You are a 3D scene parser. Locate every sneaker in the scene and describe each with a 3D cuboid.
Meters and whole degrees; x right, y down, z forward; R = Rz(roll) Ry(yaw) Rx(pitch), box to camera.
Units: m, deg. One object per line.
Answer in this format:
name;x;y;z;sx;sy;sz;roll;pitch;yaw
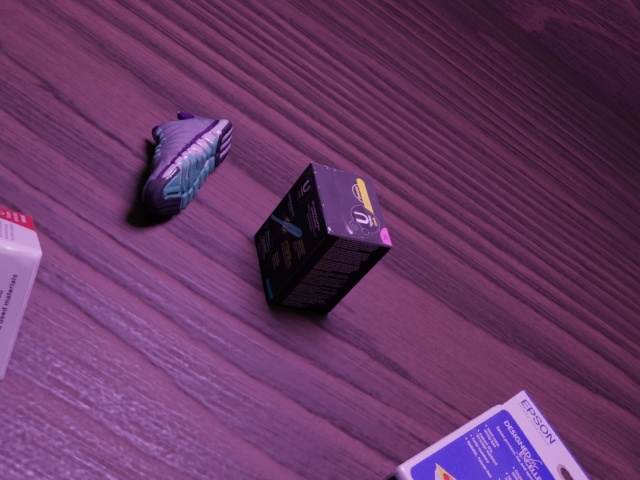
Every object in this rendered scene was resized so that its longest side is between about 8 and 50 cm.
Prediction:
sneaker;-0.205;-0.110;0.925;0.098;0.083;0.224;20;34;7

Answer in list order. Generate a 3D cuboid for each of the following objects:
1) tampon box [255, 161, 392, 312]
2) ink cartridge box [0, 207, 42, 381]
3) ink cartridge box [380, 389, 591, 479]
tampon box;0.000;0.000;0.903;0.101;0.161;0.121;12;47;-31
ink cartridge box;-0.384;0.008;0.543;0.272;0.114;0.197;18;2;-27
ink cartridge box;0.254;0.372;0.842;0.307;0.072;0.304;-10;59;-47
